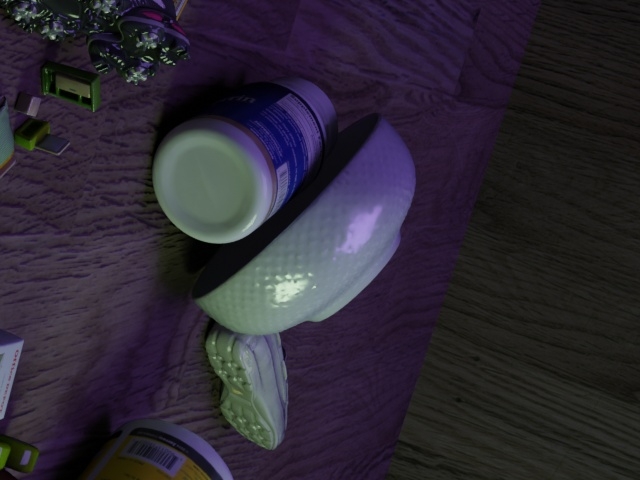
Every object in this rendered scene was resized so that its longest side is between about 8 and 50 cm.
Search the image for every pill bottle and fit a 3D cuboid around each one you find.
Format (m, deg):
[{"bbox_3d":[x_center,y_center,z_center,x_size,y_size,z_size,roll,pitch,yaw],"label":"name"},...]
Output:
[{"bbox_3d":[-0.082,-0.107,2.133,0.265,0.153,0.153,-41,147,-60],"label":"pill bottle"},{"bbox_3d":[-0.250,0.383,2.088,0.334,0.188,0.188,-53,156,-45],"label":"pill bottle"}]

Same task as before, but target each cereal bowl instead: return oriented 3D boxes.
[{"bbox_3d":[0.000,0.000,2.249,0.339,0.141,0.339,-44,-171,9],"label":"cereal bowl"}]

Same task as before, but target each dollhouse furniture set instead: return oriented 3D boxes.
[{"bbox_3d":[-0.273,-0.110,1.676,0.151,0.058,0.076,-54,157,-45],"label":"dollhouse furniture set"}]

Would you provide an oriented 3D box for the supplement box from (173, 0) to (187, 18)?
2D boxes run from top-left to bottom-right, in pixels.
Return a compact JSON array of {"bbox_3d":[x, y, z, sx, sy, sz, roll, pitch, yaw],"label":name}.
[{"bbox_3d":[-0.167,-0.279,1.854,0.083,0.043,0.055,74,39,-65],"label":"supplement box"}]

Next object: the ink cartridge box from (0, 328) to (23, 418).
[{"bbox_3d":[-0.349,0.136,1.721,0.122,0.052,0.088,-14,122,-72],"label":"ink cartridge box"}]

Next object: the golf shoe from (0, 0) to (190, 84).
[{"bbox_3d":[-0.225,-0.246,1.651,0.273,0.105,0.120,37,37,-61],"label":"golf shoe"}]

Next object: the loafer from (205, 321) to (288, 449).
[{"bbox_3d":[-0.088,0.197,2.541,0.111,0.112,0.319,-52,157,-27],"label":"loafer"}]

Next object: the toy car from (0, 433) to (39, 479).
[{"bbox_3d":[-0.299,0.304,1.832,0.149,0.188,0.155,35,75,-74],"label":"toy car"}]
